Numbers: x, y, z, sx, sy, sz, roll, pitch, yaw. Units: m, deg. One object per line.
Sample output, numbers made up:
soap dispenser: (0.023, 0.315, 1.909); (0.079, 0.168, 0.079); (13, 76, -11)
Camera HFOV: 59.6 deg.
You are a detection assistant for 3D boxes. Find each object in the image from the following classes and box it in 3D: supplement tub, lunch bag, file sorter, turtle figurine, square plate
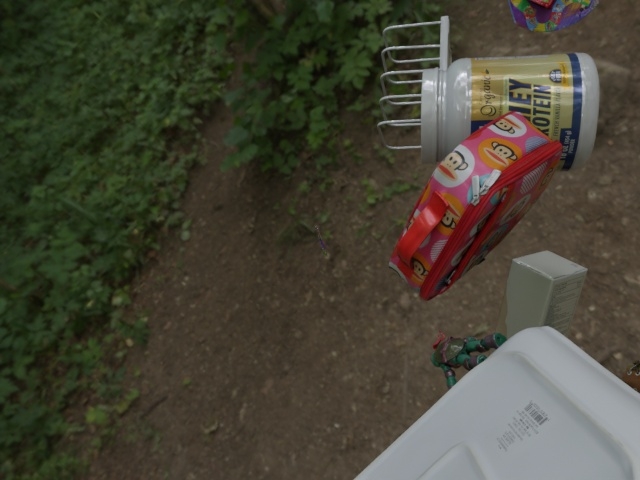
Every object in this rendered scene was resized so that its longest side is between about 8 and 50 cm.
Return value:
supplement tub: (0.363, -0.251, 1.119); (0.316, 0.228, 0.228); (1, 37, 13)
lunch bag: (0.222, -0.042, 0.875); (0.258, 0.120, 0.293); (-30, -26, -32)
file sorter: (0.246, -0.393, 1.441); (0.173, 0.193, 0.277); (1, 78, 15)
turtle figurine: (0.333, 0.284, 1.324); (0.175, 0.118, 0.234); (-62, 12, -27)
square plate: (0.101, 0.217, 0.422); (0.344, 0.049, 0.347); (-46, 5, 5)

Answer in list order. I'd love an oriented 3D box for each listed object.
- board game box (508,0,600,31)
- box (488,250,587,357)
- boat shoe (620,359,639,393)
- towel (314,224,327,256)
board game box: (0.327, -0.390, 0.807); (0.133, 0.168, 0.033); (-13, 9, 37)
box: (0.537, 0.195, 1.396); (0.148, 0.311, 0.121); (-9, 27, -32)
boat shoe: (0.775, 0.342, 1.338); (0.111, 0.104, 0.307); (-21, -33, -31)
towel: (0.000, 0.000, 1.412); (0.009, 0.083, 0.060); (-18, 6, -1)
